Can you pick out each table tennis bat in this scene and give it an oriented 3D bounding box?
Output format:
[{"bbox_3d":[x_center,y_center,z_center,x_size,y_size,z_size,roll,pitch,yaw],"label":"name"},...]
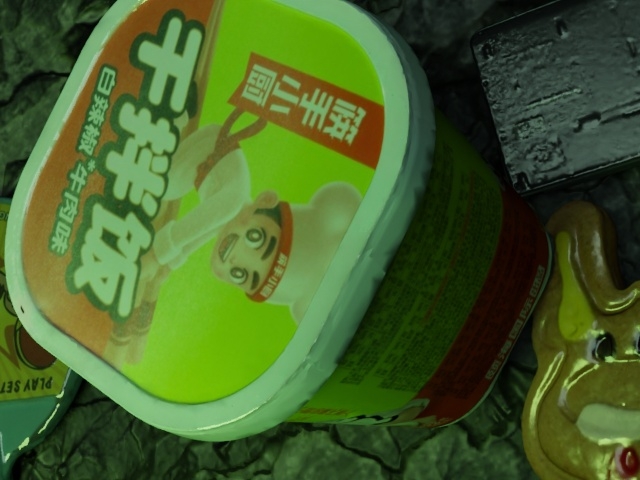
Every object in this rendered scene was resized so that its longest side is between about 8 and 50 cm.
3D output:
[{"bbox_3d":[-0.299,0.121,1.013,0.215,0.044,0.329,-8,78,18],"label":"table tennis bat"}]

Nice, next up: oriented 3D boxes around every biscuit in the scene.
[{"bbox_3d":[0.226,0.110,0.796,0.186,0.044,0.295,-12,76,41],"label":"biscuit"}]

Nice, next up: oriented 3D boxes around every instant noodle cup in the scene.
[{"bbox_3d":[0.000,0.000,0.760,0.293,0.308,0.294,-9,72,30],"label":"instant noodle cup"}]

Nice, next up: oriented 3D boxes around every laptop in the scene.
[{"bbox_3d":[0.229,-0.130,0.866,0.207,0.026,0.154,-17,77,17],"label":"laptop"}]
